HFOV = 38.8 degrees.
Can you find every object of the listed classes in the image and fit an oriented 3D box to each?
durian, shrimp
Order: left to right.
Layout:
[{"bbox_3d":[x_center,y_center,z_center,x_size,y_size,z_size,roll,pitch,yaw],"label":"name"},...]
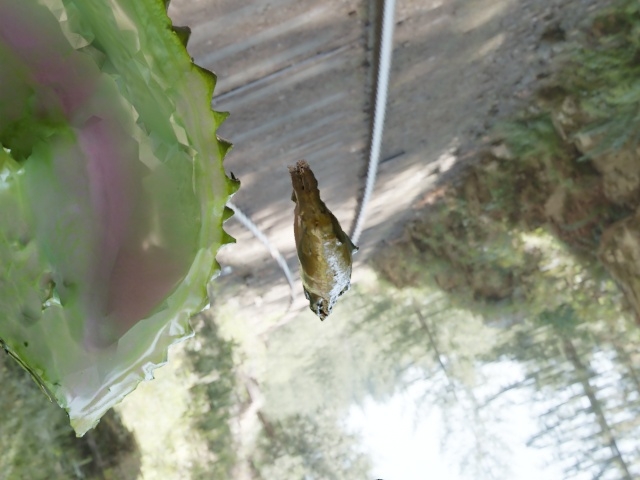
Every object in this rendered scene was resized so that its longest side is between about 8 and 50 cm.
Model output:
[{"bbox_3d":[-0.162,-0.076,0.455,0.158,0.351,0.169,-19,-155,33],"label":"durian"},{"bbox_3d":[0.007,0.007,0.924,0.066,0.117,0.262,-5,160,-2],"label":"shrimp"}]

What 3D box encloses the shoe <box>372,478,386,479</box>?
[{"bbox_3d":[0.073,0.531,1.377,0.237,0.384,0.171,-20,-149,15],"label":"shoe"}]
